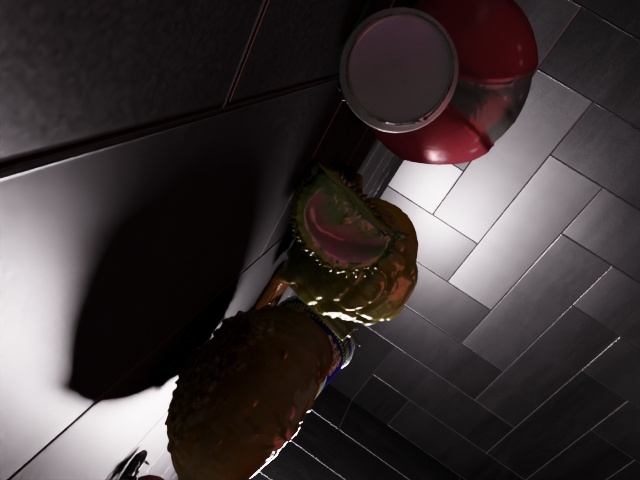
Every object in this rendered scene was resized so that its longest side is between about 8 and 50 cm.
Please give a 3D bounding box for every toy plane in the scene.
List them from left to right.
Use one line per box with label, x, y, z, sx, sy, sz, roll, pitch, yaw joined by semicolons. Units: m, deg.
toy plane;-0.322;0.394;0.843;0.078;0.031;0.083;-41;-177;39

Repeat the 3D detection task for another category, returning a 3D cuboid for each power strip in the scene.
power strip;0.015;0.184;1.331;0.034;0.268;0.092;-49;168;15

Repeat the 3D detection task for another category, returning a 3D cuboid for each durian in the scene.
durian;0.031;-0.028;0.799;0.137;0.220;0.095;-48;-153;11

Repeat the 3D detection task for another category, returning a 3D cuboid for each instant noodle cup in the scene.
instant noodle cup;-0.090;0.353;1.364;0.312;0.284;0.284;-48;170;-48

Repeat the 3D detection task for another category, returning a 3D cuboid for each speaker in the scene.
speaker;0.206;-0.273;0.804;0.294;0.294;0.294;-55;174;-8

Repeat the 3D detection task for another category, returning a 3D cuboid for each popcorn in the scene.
popcorn;0.060;0.035;0.996;0.237;0.293;0.293;15;114;-44

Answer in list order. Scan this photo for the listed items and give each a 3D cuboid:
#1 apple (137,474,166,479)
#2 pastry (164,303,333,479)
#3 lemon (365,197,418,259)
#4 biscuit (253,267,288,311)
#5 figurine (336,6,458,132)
apple;-0.358;0.557;0.999;0.153;0.120;0.153;-55;173;-10
pastry;-0.123;0.222;0.768;0.284;0.184;0.316;-46;-179;30
lemon;0.109;0.019;1.238;0.310;0.253;0.253;-27;154;-47
biscuit;-0.137;0.173;1.132;0.250;0.036;0.165;-56;173;-1
figurine;0.081;-0.194;0.594;0.132;0.132;0.154;-57;-173;10
